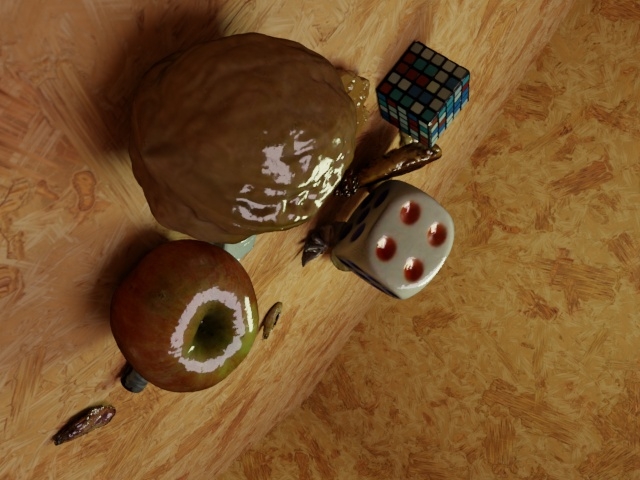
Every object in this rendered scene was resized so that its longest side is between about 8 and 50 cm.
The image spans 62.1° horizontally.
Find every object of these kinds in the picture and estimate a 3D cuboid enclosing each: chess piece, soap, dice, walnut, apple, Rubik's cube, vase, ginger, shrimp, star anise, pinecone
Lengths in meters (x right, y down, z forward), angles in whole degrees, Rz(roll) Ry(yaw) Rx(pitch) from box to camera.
[{"bbox_3d":[0.112,0.060,2.093,0.137,0.137,0.301,-52,176,-1],"label":"chess piece"},{"bbox_3d":[-0.186,-0.036,1.157,0.114,0.063,0.198,-42,161,-36],"label":"soap"},{"bbox_3d":[0.235,-0.002,1.722,0.304,0.277,0.304,-54,-165,-7],"label":"dice"},{"bbox_3d":[-0.114,-0.140,0.767,0.344,0.306,0.306,-20,144,-49],"label":"walnut"},{"bbox_3d":[-0.267,0.137,1.028,0.277,0.250,0.309,-19,125,-36],"label":"apple"},{"bbox_3d":[0.283,-0.398,1.467,0.182,0.187,0.184,-52,161,-1],"label":"Rubik's cube"},{"bbox_3d":[-0.383,0.252,1.228,0.211,0.060,0.060,-56,163,5],"label":"vase"},{"bbox_3d":[0.323,-0.361,1.847,0.096,0.067,0.165,-31,163,1],"label":"ginger"},{"bbox_3d":[-0.175,0.285,1.905,0.095,0.045,0.163,-66,179,-63],"label":"shrimp"},{"bbox_3d":[0.000,0.000,1.729,0.182,0.065,0.195,-36,168,-38],"label":"star anise"},{"bbox_3d":[0.058,-0.170,1.479,0.109,0.102,0.102,12,119,-39],"label":"pinecone"}]

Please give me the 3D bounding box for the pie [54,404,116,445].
[{"bbox_3d":[-0.528,0.417,1.218,0.092,0.034,0.170,-54,163,18],"label":"pie"}]

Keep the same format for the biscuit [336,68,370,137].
[{"bbox_3d":[0.014,-0.271,1.235,0.376,0.051,0.269,-26,147,-56],"label":"biscuit"}]

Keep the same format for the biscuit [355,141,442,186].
[{"bbox_3d":[0.236,-0.243,1.662,0.289,0.081,0.334,-22,-179,18],"label":"biscuit"}]

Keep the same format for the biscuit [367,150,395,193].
[{"bbox_3d":[0.232,-0.244,1.914,0.188,0.027,0.188,-45,161,-20],"label":"biscuit"}]
